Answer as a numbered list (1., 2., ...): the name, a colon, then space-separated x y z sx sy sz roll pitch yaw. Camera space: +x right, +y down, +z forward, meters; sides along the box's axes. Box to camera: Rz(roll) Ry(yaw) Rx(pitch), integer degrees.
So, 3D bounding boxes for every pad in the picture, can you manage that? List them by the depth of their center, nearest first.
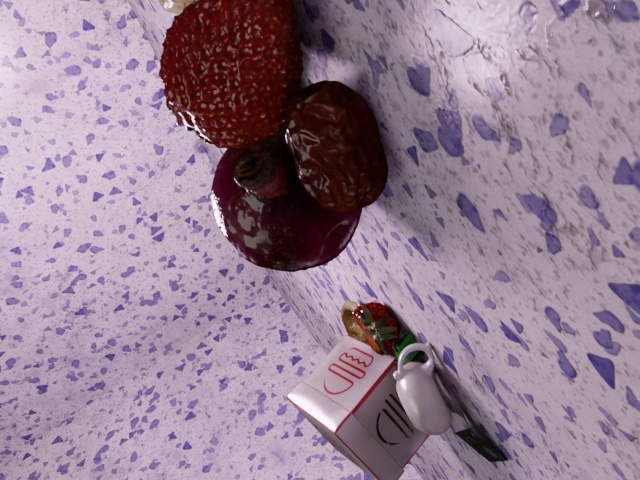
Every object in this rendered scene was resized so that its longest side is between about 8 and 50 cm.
1. pad: 0.436 0.562 1.732 0.127 0.004 0.190 38 165 13

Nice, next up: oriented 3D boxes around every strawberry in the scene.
1. strawberry: -0.150 -0.363 1.165 0.351 0.267 0.312 123 154 -55
2. strawberry: 0.180 0.270 1.903 0.174 0.098 0.228 54 171 23

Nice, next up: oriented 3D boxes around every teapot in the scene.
1. teapot: 0.288 0.413 1.716 0.298 0.139 0.204 59 -169 -22

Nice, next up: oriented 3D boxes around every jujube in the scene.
1. jujube: 0.030 -0.167 1.168 0.174 0.174 0.250 38 156 60

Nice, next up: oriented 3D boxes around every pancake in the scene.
1. pancake: 0.183 0.348 2.157 0.356 0.065 0.356 49 161 24

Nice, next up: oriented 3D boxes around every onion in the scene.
1. onion: -0.088 -0.105 1.350 0.348 0.347 0.385 55 -174 15

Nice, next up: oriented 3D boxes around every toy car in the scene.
1. toy car: 0.251 0.324 1.815 0.062 0.071 0.165 32 156 32

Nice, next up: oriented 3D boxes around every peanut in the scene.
1. peanut: -0.364 -0.672 1.628 0.136 0.120 0.298 56 167 -17

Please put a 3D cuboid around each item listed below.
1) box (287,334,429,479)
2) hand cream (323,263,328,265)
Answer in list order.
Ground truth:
1. box: 0.144 0.532 2.016 0.314 0.300 0.312 51 161 -25
2. hand cream: -0.029 -0.002 2.188 0.257 0.050 0.084 55 169 46
